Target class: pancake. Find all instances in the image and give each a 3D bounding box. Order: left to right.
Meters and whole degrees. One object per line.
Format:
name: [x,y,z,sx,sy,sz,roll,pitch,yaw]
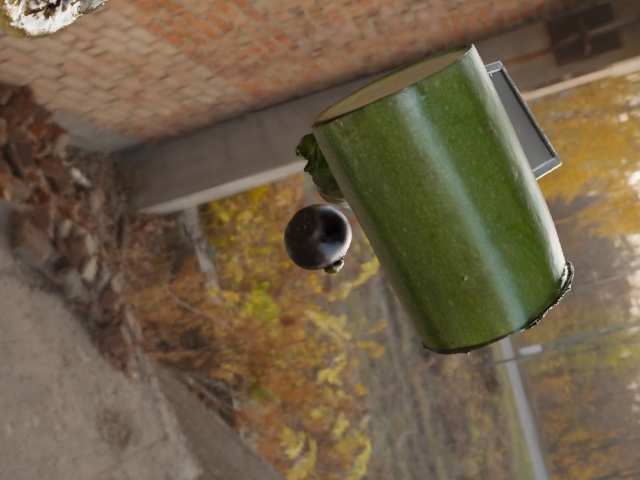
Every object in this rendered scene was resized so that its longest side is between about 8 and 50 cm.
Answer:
pancake: [-0.381,-0.444,1.579,0.065,0.356,0.356,53,12,0]

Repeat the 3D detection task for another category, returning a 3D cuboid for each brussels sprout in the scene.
brussels sprout: [0.056,-0.139,1.680,0.100,0.181,0.139,19,78,-58]

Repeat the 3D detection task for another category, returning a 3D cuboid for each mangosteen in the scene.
mangosteen: [0.000,0.000,2.087,0.152,0.153,0.152,-16,90,-78]

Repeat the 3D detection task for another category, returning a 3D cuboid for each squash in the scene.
squash: [0.181,-0.059,1.426,0.384,0.263,0.263,62,14,-14]

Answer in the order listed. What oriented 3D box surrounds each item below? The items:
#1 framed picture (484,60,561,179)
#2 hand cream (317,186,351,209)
framed picture: [0.319,-0.202,1.750,0.296,0.019,0.232,-25,84,-55]
hand cream: [0.082,-0.100,1.910,0.083,0.133,0.248,34,16,25]
